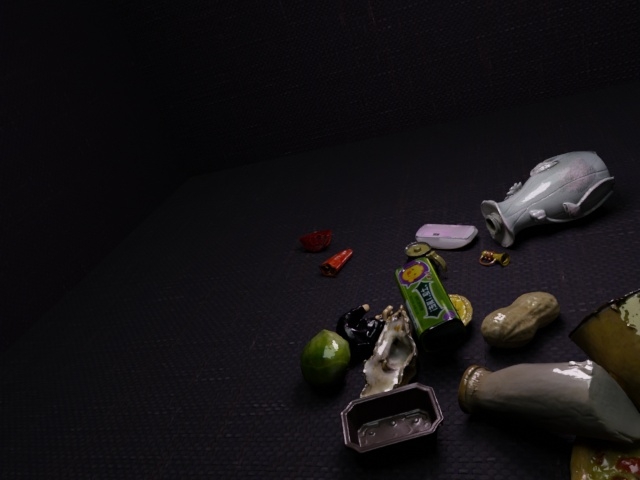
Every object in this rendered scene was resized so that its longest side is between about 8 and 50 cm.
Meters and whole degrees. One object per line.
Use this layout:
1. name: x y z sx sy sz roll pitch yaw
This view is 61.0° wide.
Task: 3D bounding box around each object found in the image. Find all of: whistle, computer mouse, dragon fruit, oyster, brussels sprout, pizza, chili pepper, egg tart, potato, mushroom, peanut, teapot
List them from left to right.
1. dragon fruit: 0.000 0.000 2.399 0.162 0.083 0.106 -13 13 33
2. brussels sprout: 0.014 0.355 1.622 0.143 0.162 0.181 19 11 -5
3. chili pepper: 0.079 0.080 2.206 0.088 0.065 0.169 6 32 40
4. oyster: 0.213 0.336 1.567 0.166 0.110 0.341 -22 27 25
5. teapot: 0.373 0.076 1.943 0.165 0.119 0.130 8 38 42
6. egg tart: 0.380 0.245 1.664 0.191 0.074 0.191 -16 27 8
7. computer mouse: 0.490 -0.017 2.113 0.245 0.056 0.126 4 35 38
8. whistle: 0.607 0.066 1.912 0.046 0.057 0.109 18 -5 -31
9. peanut: 0.572 0.226 1.535 0.256 0.124 0.123 -23 26 -17
10. mushroom: 0.489 0.349 1.220 0.407 0.154 0.138 -9 36 49
11. pizza: 0.650 0.453 1.079 0.287 0.075 0.280 -10 28 22
12. potato: 0.755 0.275 1.206 0.289 0.397 0.296 -31 59 18

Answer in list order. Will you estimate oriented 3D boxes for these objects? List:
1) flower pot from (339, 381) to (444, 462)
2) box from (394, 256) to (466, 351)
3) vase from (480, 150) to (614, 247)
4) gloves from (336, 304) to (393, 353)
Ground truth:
1. flower pot: 0.182 0.467 1.362 0.250 0.084 0.179 -16 26 4
2. box: 0.323 0.186 1.635 0.134 0.097 0.346 -28 27 8
3. vase: 0.811 -0.149 1.970 0.445 0.250 0.250 -26 27 -4
4. gloves: 0.151 0.271 1.729 0.203 0.124 0.164 -9 39 -27
